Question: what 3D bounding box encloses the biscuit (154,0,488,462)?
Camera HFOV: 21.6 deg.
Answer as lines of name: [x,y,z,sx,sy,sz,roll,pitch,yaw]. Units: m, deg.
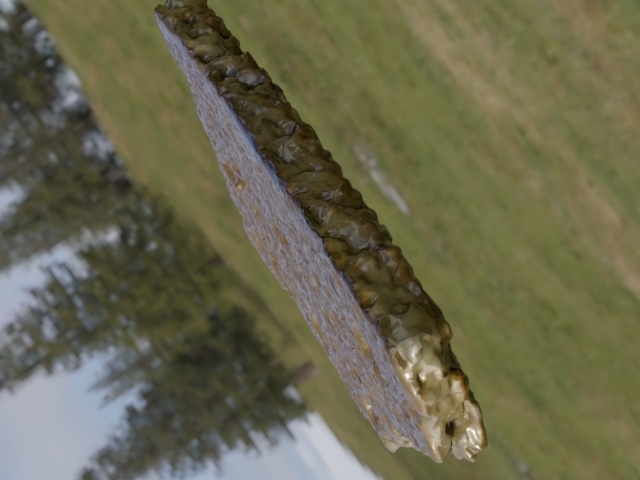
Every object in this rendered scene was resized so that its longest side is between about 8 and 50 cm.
biscuit: [0.005,0.010,0.575,0.237,0.026,0.131,54,170,50]
